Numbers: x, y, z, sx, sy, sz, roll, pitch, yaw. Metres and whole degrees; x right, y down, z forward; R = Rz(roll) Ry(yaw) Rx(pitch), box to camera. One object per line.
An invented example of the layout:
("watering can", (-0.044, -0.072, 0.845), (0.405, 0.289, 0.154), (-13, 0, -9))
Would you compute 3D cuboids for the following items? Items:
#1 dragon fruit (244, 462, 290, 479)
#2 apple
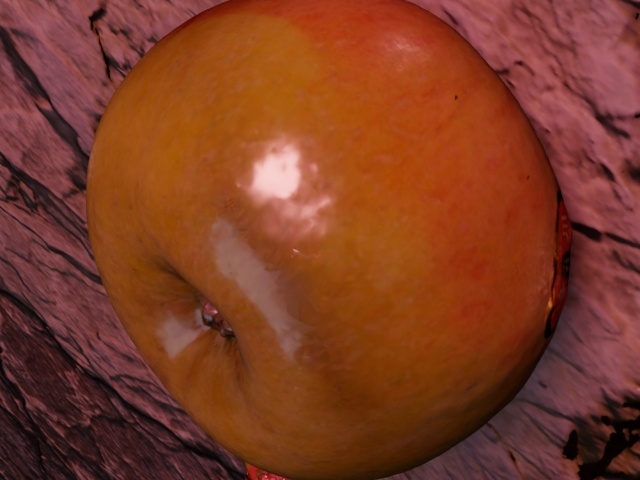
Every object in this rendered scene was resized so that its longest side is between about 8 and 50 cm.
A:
("dragon fruit", (-0.019, 0.178, 1.073), (0.081, 0.086, 0.116), (1, 153, 1))
("apple", (0.000, 0.000, 0.686), (0.260, 0.194, 0.261), (34, 145, 28))
